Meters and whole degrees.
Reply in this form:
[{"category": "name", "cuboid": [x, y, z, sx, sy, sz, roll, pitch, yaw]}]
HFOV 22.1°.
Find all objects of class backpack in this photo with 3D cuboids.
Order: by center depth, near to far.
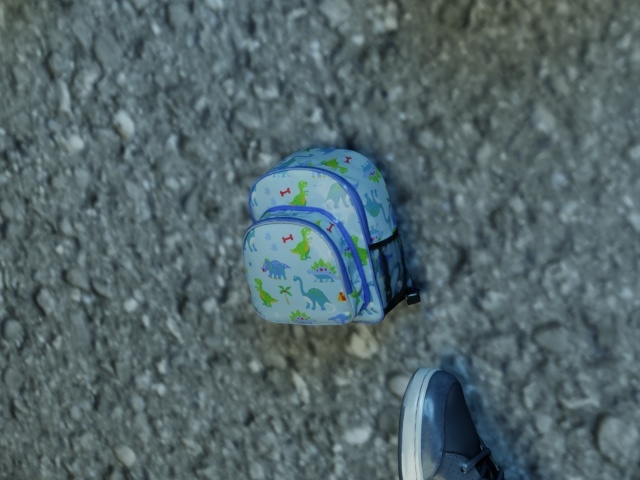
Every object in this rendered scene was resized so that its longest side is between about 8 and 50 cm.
[{"category": "backpack", "cuboid": [0.000, 0.000, 1.101, 0.105, 0.084, 0.114, 0, 110, 34]}]

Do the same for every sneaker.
[{"category": "sneaker", "cuboid": [0.145, 0.189, 1.099, 0.163, 0.086, 0.226, -8, 97, 27]}]
